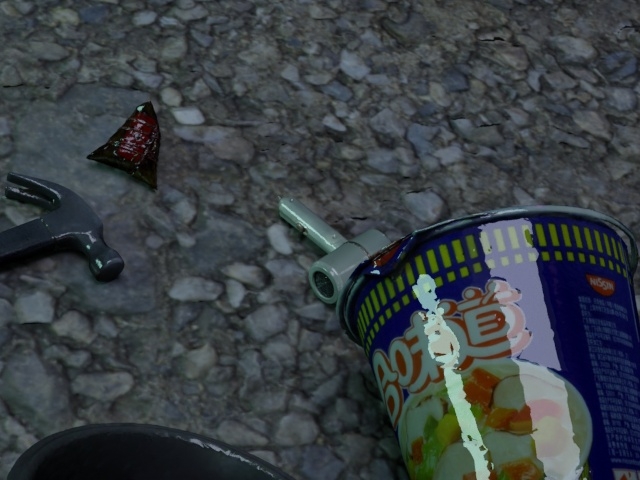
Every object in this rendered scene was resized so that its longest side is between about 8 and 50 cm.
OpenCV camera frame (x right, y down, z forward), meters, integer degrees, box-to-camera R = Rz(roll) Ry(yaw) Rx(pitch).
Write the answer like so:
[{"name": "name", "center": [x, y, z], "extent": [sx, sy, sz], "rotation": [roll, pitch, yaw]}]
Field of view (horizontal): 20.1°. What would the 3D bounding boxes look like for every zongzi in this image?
[{"name": "zongzi", "center": [-0.181, -0.085, 1.814], "extent": [0.073, 0.067, 0.083], "rotation": [42, 69, 6]}]

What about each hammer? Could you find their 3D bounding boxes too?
[{"name": "hammer", "center": [-0.339, 0.019, 1.673], "extent": [0.289, 0.037, 0.137], "rotation": [-20, 58, -30]}]

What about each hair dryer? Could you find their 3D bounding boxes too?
[{"name": "hair dryer", "center": [0.000, 0.000, 1.790], "extent": [0.082, 0.047, 0.137], "rotation": [-30, 58, -34]}]

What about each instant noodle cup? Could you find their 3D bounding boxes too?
[{"name": "instant noodle cup", "center": [0.179, 0.169, 1.562], "extent": [0.284, 0.284, 0.312], "rotation": [-1, 58, -18]}]

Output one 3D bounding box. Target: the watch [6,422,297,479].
[{"name": "watch", "center": [-0.126, 0.284, 1.335], "extent": [0.335, 0.314, 0.327], "rotation": [-5, 32, -43]}]
